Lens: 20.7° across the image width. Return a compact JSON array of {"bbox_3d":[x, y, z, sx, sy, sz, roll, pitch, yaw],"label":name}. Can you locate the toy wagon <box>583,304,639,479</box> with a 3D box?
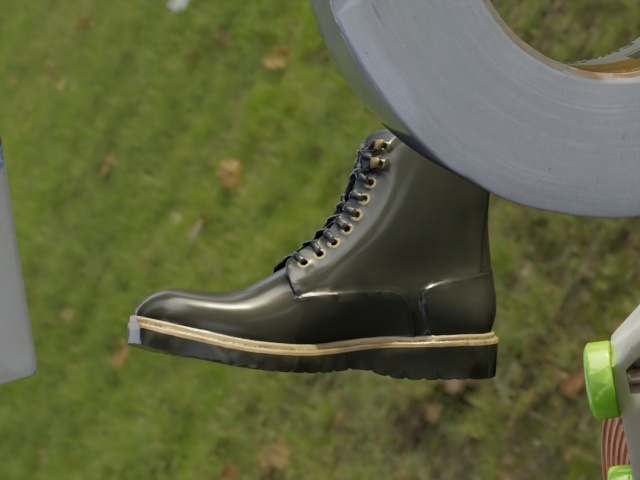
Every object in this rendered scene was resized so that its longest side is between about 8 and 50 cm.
[{"bbox_3d":[0.323,0.094,1.230,0.267,0.344,0.068,-8,32,12],"label":"toy wagon"}]

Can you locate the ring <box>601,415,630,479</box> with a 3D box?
[{"bbox_3d":[0.347,0.271,1.544,0.336,0.032,0.336,163,90,-74],"label":"ring"}]

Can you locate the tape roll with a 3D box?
[{"bbox_3d":[0.103,-0.121,0.670,0.219,0.219,0.072,-62,10,4],"label":"tape roll"}]

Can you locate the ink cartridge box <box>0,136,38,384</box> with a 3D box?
[{"bbox_3d":[-0.245,-0.057,0.737,0.117,0.201,0.278,-143,43,-58],"label":"ink cartridge box"}]

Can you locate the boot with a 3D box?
[{"bbox_3d":[0.000,0.000,0.910,0.077,0.198,0.137,-175,88,-66],"label":"boot"}]
